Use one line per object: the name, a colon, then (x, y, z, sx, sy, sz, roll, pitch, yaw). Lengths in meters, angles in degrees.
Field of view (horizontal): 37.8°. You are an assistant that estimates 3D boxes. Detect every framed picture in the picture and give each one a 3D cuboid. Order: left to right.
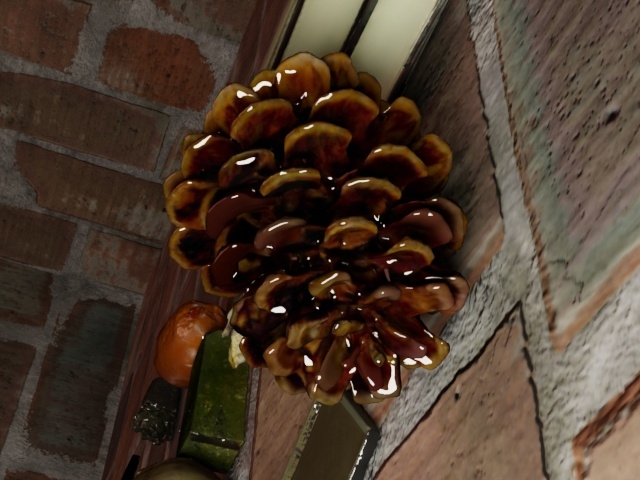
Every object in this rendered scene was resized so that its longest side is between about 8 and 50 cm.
framed picture: (-0.021, 0.271, 0.886, 0.192, 0.018, 0.265, -144, 76, -77)

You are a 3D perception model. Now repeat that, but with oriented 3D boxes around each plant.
plant: (-0.346, 0.364, 1.998, 0.094, 0.092, 0.143, -46, 23, 47)

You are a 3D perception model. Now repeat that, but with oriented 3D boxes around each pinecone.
pinecone: (0.000, 0.003, 0.728, 0.292, 0.246, 0.246, -108, 35, -50)

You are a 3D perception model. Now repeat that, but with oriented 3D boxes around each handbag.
handbag: (0.032, -0.220, 1.035, 0.236, 0.160, 0.358, -81, 15, -52)

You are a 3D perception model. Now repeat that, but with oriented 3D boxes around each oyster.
oyster: (-0.061, 0.067, 1.262, 0.209, 0.072, 0.133, -58, -1, -27)

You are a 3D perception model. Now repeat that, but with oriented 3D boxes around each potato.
potato: (-0.194, 0.371, 1.230, 0.262, 0.165, 0.164, -142, 69, -72)

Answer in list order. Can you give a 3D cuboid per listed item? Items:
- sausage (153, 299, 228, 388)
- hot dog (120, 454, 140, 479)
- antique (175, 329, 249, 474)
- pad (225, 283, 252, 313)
sausage: (-0.225, 0.188, 1.636, 0.258, 0.133, 0.133, 136, 148, -61)
hot dog: (-0.314, 0.522, 1.644, 0.326, 0.107, 0.194, 108, 180, -51)
antique: (-0.156, 0.232, 1.400, 0.220, 0.080, 0.081, -87, 20, -50)
pad: (-0.152, 0.000, 1.717, 0.250, 0.055, 0.323, 123, 142, -51)
